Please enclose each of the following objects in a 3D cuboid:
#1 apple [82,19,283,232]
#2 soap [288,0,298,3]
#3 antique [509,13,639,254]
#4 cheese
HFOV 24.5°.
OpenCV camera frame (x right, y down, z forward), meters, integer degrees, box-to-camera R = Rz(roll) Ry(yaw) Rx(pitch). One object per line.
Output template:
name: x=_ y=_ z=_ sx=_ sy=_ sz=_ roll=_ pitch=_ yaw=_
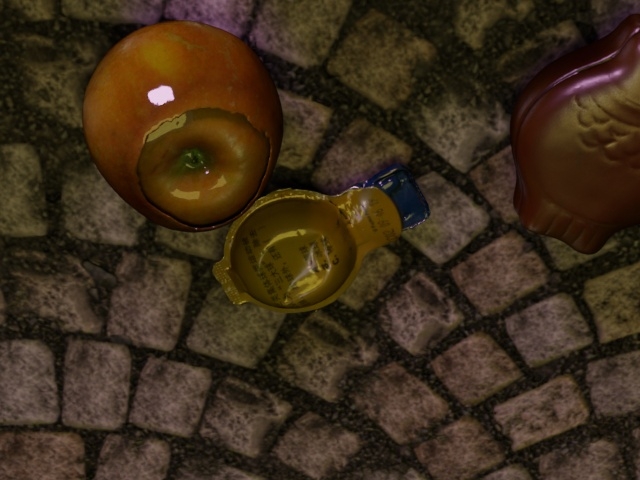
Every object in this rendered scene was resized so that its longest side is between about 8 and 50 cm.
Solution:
apple: x=-0.152 y=-0.123 z=1.621 sx=0.236 sy=0.207 sz=0.237 roll=-1 pitch=123 yaw=-2
soap: x=-0.029 y=-0.373 z=1.486 sx=0.138 sy=0.199 sz=0.182 roll=34 pitch=113 yaw=-24
antique: x=0.330 y=-0.124 z=1.686 sx=0.223 sy=0.129 sz=0.278 roll=17 pitch=118 yaw=-12
cheese: x=0.000 y=0.000 z=1.779 sx=0.270 sy=0.069 sz=0.177 roll=-26 pitch=119 yaw=9
